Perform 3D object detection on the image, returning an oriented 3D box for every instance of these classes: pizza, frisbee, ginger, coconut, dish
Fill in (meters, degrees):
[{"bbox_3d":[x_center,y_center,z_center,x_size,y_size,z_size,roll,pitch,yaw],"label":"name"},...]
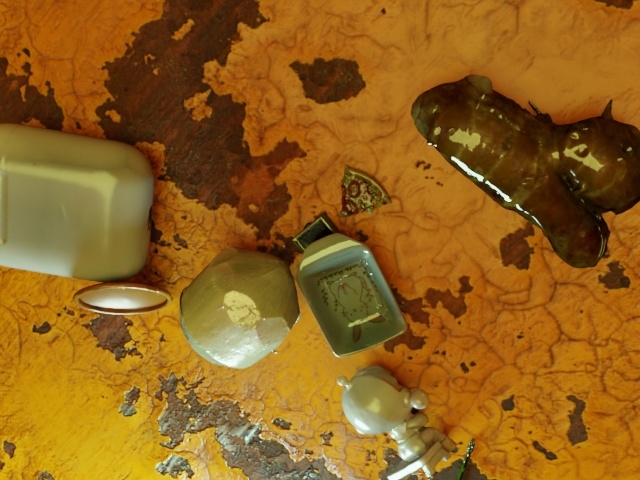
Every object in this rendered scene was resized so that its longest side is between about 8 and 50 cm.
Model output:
[{"bbox_3d":[0.083,-0.083,1.361,0.099,0.029,0.100,10,108,9],"label":"pizza"},{"bbox_3d":[-0.391,0.108,1.460,0.192,0.192,0.035,-9,69,15],"label":"frisbee"},{"bbox_3d":[0.356,-0.152,1.203,0.418,0.176,0.254,35,106,-3],"label":"ginger"},{"bbox_3d":[-0.141,0.119,1.375,0.234,0.224,0.224,-31,97,21],"label":"coconut"},{"bbox_3d":[0.053,0.092,1.383,0.154,0.064,0.234,-23,108,11],"label":"dish"}]

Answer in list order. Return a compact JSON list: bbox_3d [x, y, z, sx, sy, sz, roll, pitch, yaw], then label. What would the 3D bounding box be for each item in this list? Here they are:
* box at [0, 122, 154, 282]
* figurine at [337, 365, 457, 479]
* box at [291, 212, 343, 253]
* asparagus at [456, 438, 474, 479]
[{"bbox_3d":[-0.501,-0.069,1.425,0.349,0.141,0.288,9,111,1],"label":"box"},{"bbox_3d":[0.129,0.350,1.425,0.144,0.182,0.256,-41,86,-22],"label":"figurine"},{"bbox_3d":[0.000,0.000,1.400,0.079,0.035,0.083,-39,95,20],"label":"box"},{"bbox_3d":[0.285,0.471,1.481,0.013,0.016,0.166,29,115,40],"label":"asparagus"}]
